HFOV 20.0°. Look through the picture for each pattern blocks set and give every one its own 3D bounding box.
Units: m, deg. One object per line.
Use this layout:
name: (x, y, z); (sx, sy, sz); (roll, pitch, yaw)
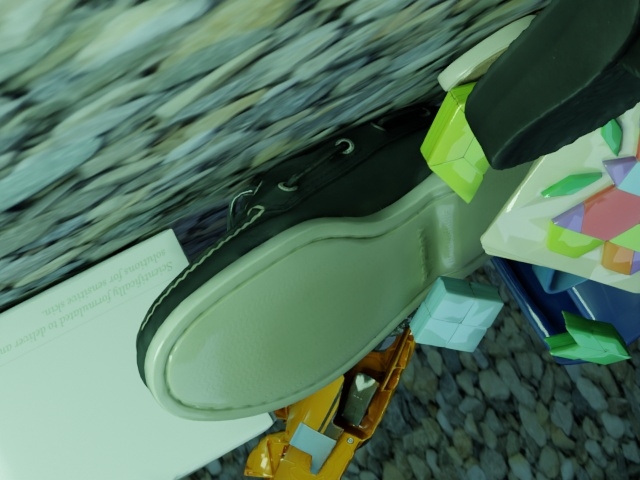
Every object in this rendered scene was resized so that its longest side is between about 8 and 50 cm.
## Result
pattern blocks set: (0.196, -0.044, 1.106); (0.285, 0.026, 0.325); (3, 130, -20)

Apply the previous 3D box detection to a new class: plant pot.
plant pot: (0.275, -0.033, 1.737); (0.212, 0.236, 0.236); (-32, 176, -8)

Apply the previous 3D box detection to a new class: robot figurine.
robot figurine: (0.038, 0.053, 1.379); (0.211, 0.085, 0.291); (-73, -173, -71)

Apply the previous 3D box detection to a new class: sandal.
sandal: (0.202, -0.118, 0.816); (0.167, 0.107, 0.446); (-25, 169, -20)

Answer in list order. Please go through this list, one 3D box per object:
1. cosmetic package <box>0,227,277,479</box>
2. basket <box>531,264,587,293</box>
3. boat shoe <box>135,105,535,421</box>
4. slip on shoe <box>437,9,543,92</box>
cosmetic package: (-0.155, 0.117, 1.322); (0.197, 0.155, 0.365); (-27, 176, -8)
basket: (0.281, -0.066, 1.386); (0.254, 0.201, 0.289); (-28, 162, -6)
boat shoe: (0.000, -0.004, 1.154); (0.340, 0.113, 0.127); (-34, 136, -29)
slip on shoe: (0.135, -0.113, 1.071); (0.135, 0.041, 0.051); (-26, 176, -16)
